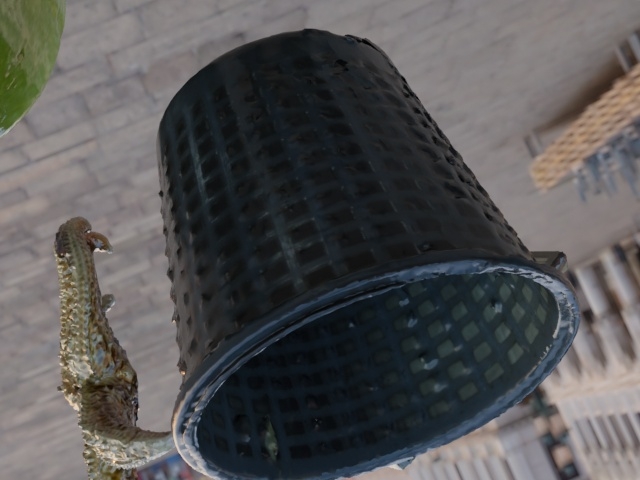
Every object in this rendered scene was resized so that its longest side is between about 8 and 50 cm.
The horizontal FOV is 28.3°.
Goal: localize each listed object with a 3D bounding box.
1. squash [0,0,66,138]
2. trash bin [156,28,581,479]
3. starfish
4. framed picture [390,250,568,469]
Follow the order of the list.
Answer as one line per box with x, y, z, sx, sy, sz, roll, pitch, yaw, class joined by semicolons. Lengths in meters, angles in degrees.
-0.270;-0.169;0.633;0.233;0.210;0.309;-17;158;-3;squash
0.000;0.000;0.559;0.175;0.161;0.175;-16;148;-11;trash bin
-0.149;0.101;0.883;0.071;0.238;0.216;-17;180;-11;starfish
0.087;0.100;1.134;0.260;0.023;0.189;-47;-155;-27;framed picture
